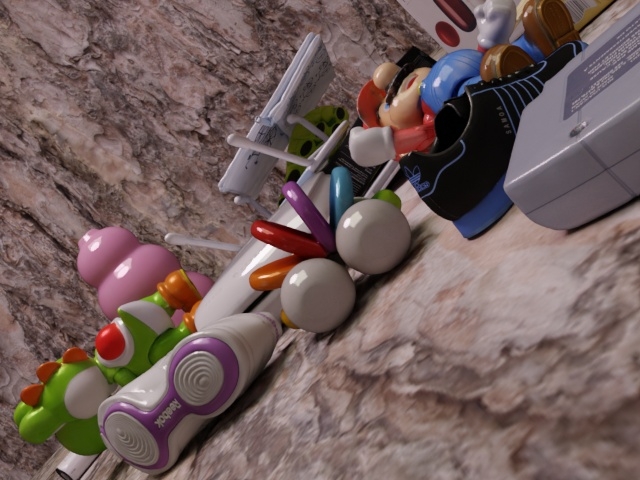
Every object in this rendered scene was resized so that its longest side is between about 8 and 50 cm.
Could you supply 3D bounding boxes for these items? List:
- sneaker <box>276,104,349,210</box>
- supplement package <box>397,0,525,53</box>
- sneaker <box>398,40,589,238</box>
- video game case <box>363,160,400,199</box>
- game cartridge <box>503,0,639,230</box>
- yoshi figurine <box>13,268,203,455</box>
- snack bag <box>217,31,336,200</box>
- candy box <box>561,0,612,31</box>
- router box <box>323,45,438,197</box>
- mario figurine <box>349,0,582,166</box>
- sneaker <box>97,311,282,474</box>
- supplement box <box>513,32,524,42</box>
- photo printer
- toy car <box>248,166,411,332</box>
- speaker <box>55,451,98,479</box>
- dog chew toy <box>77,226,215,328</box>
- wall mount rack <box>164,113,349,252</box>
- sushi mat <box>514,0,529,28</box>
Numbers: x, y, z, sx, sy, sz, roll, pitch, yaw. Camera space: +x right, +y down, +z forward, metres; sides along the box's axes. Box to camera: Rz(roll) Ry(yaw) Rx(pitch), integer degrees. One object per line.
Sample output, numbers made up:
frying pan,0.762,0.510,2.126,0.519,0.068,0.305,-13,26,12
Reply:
sneaker,-0.018,-0.138,1.418,0.123,0.109,0.296,37,-109,-78
supplement package,0.282,-0.432,1.199,0.194,0.203,0.149,-42,8,39
sneaker,0.159,-0.111,0.594,0.232,0.090,0.081,-50,8,-24
video game case,0.132,-0.146,1.098,0.173,0.022,0.190,-55,0,38
game cartridge,0.237,-0.128,0.396,0.294,0.060,0.196,-42,5,36
yoshi figurine,-0.328,0.229,1.175,0.362,0.203,0.203,-36,4,-15
snack bag,-0.078,-0.224,1.375,0.343,0.037,0.323,-58,-4,3
candy box,0.355,-0.333,0.830,0.186,0.053,0.109,-43,8,36
router box,0.112,-0.208,1.254,0.243,0.081,0.309,-56,0,29
mario figurine,0.135,-0.190,0.825,0.198,0.170,0.320,-12,-2,-27
sneaker,-0.158,0.188,0.854,0.305,0.114,0.152,-37,-3,32
supplement box,0.254,-0.230,0.911,0.098,0.036,0.062,-52,7,-34
photo printer,-0.059,0.031,1.030,0.256,0.107,0.307,-45,7,16
toy car,0.000,0.000,0.730,0.182,0.136,0.159,-47,7,1
speaker,-0.523,0.470,1.539,0.055,0.055,0.136,-38,11,49
dog chew toy,-0.340,0.104,1.365,0.206,0.332,0.206,-46,8,8
wall mount rack,-0.104,-0.088,1.190,0.350,0.130,0.304,-54,-1,24
sushi mat,0.243,-0.267,0.996,0.317,0.019,0.151,-56,-2,21
